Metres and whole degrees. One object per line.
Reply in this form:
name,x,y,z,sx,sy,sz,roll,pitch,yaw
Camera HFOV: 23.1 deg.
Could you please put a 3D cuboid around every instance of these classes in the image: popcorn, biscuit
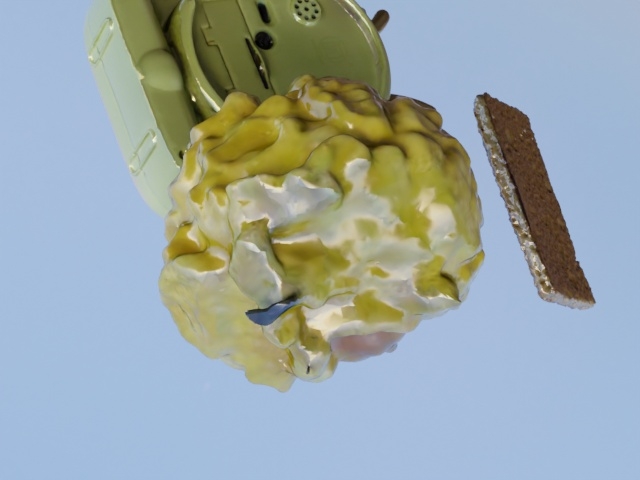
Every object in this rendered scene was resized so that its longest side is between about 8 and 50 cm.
popcorn,0.000,-0.002,1.148,0.249,0.249,0.225,25,-168,-13
biscuit,0.217,-0.039,1.611,0.131,0.025,0.231,17,-128,-59

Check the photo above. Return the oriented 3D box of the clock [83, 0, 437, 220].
clock,-0.039,-0.144,1.370,0.308,0.096,0.235,-12,-111,-32
